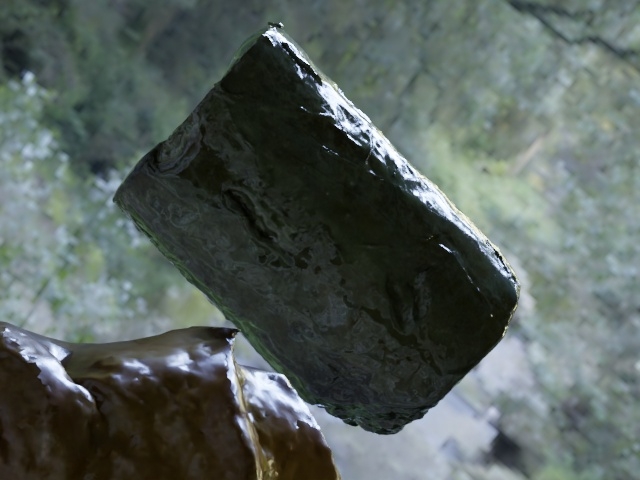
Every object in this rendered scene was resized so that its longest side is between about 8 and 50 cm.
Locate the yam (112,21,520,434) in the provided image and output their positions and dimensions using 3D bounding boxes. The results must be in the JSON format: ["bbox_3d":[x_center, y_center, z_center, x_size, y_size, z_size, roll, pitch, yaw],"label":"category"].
[{"bbox_3d":[0.000,0.000,1.272,0.300,0.195,0.195,46,16,-11],"label":"yam"}]

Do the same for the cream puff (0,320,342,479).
[{"bbox_3d":[-0.121,0.122,0.804,0.269,0.155,0.241,1,-14,-4],"label":"cream puff"}]
